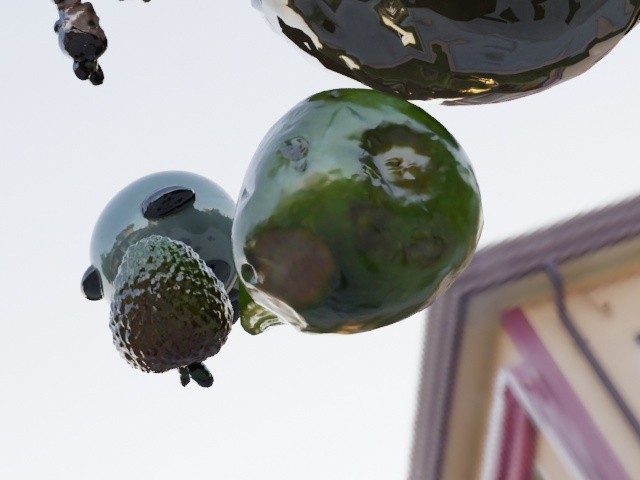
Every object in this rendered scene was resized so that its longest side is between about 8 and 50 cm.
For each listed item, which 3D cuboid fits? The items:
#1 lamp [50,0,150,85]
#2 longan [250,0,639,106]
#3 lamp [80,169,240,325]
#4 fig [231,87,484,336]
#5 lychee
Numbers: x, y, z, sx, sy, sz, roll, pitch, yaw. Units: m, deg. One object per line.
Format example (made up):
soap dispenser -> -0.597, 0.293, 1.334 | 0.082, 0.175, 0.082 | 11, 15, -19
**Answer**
lamp -> -0.180, -0.252, 1.215 | 0.118, 0.253, 0.118 | -18, -2, -1
longan -> 0.126, -0.322, 1.491 | 0.436, 0.404, 0.404 | 5, -22, 30
lamp -> -0.158, 0.017, 1.896 | 0.244, 0.198, 0.198 | 15, -55, -46
fig -> 0.000, 0.000, 1.324 | 0.206, 0.206, 0.275 | -5, -22, -30
lychee -> -0.133, 0.067, 1.429 | 0.114, 0.114, 0.146 | -20, -75, -13
